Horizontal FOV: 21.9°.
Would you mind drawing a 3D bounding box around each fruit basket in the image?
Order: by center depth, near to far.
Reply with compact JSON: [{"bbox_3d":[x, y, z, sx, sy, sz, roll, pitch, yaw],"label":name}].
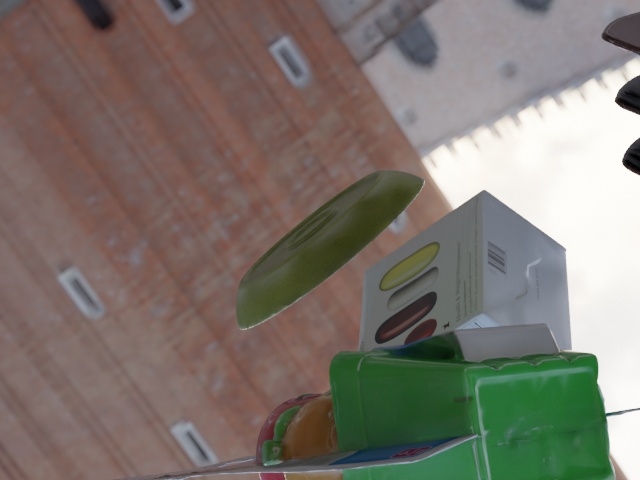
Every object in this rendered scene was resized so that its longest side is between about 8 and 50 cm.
[{"bbox_3d":[0.037,0.156,1.329,0.353,0.165,0.327,-5,177,41],"label":"fruit basket"}]

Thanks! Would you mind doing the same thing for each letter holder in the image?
[{"bbox_3d":[0.448,-0.177,2.070,0.302,0.214,0.152,-29,142,-63],"label":"letter holder"}]

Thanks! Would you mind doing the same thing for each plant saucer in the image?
[{"bbox_3d":[0.000,0.000,1.673,0.241,0.037,0.241,-39,-173,6],"label":"plant saucer"}]

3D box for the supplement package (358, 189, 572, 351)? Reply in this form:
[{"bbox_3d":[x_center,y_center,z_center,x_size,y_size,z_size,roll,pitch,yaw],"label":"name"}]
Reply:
[{"bbox_3d":[0.164,0.091,1.897,0.203,0.149,0.194,-36,-147,34],"label":"supplement package"}]
